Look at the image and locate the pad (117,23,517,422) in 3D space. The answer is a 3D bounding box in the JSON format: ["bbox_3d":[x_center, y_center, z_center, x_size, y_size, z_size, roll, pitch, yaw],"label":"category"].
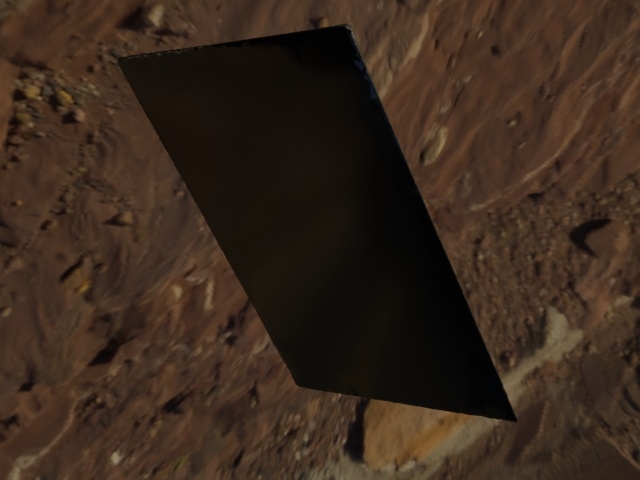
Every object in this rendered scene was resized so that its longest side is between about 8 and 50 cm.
[{"bbox_3d":[0.000,0.000,0.572,0.170,0.006,0.245,2,128,43],"label":"pad"}]
